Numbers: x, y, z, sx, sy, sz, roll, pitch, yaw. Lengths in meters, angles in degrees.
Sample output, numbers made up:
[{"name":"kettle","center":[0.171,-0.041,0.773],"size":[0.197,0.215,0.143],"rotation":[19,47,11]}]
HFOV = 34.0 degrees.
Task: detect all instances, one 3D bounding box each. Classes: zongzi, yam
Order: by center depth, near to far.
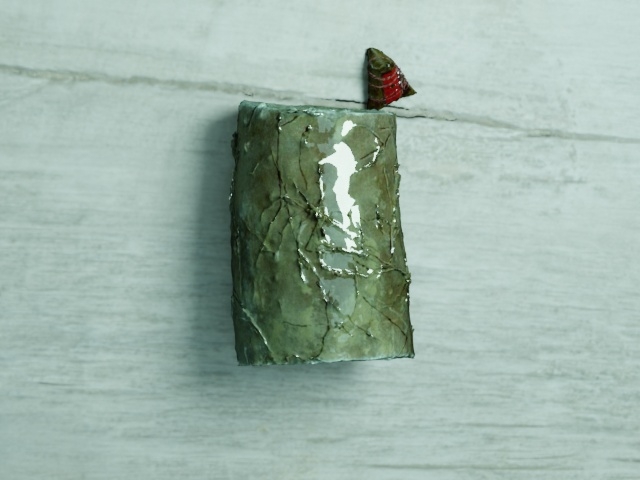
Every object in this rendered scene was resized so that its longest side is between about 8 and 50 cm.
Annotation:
[{"name":"yam","center":[0.000,0.000,1.270],"size":[0.240,0.241,0.348],"rotation":[-4,97,-11]},{"name":"zongzi","center":[0.094,-0.203,1.354],"size":[0.073,0.067,0.083],"rotation":[-9,120,-22]}]
